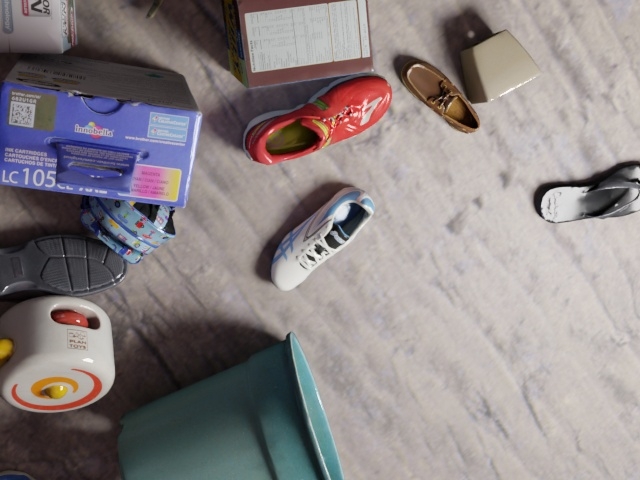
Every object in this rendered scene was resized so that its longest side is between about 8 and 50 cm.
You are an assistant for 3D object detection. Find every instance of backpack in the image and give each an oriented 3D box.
[{"bbox_3d":[-0.315,-0.038,1.523,0.117,0.173,0.158,-45,112,3],"label":"backpack"}]

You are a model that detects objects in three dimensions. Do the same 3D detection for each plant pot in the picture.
[{"bbox_3d":[-0.154,0.374,1.624,0.334,0.341,0.341,-19,110,1],"label":"plant pot"},{"bbox_3d":[0.305,-0.308,1.626,0.109,0.109,0.096,-27,99,-3],"label":"plant pot"}]

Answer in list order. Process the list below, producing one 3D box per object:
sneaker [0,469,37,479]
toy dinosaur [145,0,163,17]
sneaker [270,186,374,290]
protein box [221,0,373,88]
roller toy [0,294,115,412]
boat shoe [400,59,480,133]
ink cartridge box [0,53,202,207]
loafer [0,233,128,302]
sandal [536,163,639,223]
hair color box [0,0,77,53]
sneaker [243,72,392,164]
[{"bbox_3d":[-0.527,0.478,1.682,0.152,0.084,0.058,39,95,-21],"label":"sneaker"},{"bbox_3d":[-0.201,-0.477,1.470,0.118,0.064,0.268,-1,125,-29],"label":"toy dinosaur"},{"bbox_3d":[0.000,0.000,1.657,0.237,0.086,0.085,-46,113,5],"label":"sneaker"},{"bbox_3d":[-0.042,-0.333,1.480,0.201,0.200,0.136,-9,109,-10],"label":"protein box"},{"bbox_3d":[-0.442,0.195,1.542,0.191,0.146,0.209,-15,145,2],"label":"roller toy"},{"bbox_3d":[0.218,-0.254,1.641,0.178,0.060,0.064,38,95,-21],"label":"boat shoe"},{"bbox_3d":[-0.326,-0.166,1.361,0.269,0.395,0.151,7,105,-15],"label":"ink cartridge box"},{"bbox_3d":[-0.481,0.055,1.572,0.302,0.095,0.109,-5,78,-16],"label":"loafer"},{"bbox_3d":[0.541,-0.078,1.775,0.254,0.054,0.097,-15,110,-8],"label":"sandal"},{"bbox_3d":[-0.559,-0.376,1.363,0.374,0.114,0.186,1,108,-3],"label":"hair color box"},{"bbox_3d":[0.005,-0.193,1.579,0.279,0.118,0.107,-26,112,-4],"label":"sneaker"}]
